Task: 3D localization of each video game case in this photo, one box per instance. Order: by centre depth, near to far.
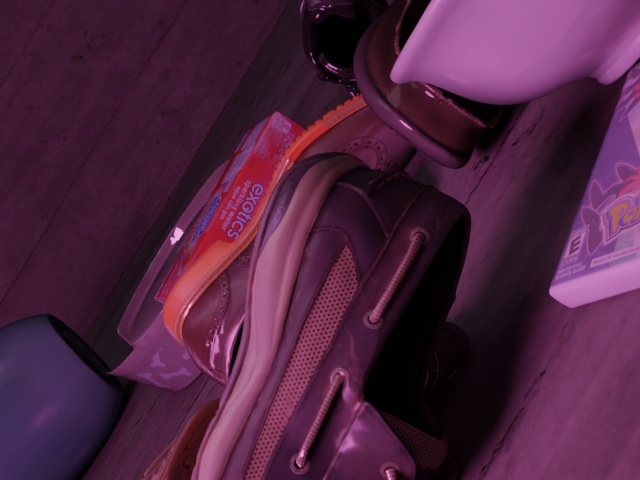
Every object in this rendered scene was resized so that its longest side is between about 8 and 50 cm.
[{"bbox_3d":[0.220,-0.061,0.618,0.201,0.023,0.183,-31,30,62],"label":"video game case"}]

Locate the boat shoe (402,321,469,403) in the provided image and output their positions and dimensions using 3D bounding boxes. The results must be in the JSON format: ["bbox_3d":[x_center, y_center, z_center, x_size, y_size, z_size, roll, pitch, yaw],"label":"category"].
[{"bbox_3d":[0.042,0.116,0.827,0.065,0.075,0.206,-16,-19,-33],"label":"boat shoe"}]

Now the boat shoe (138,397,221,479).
[{"bbox_3d":[-0.152,0.280,1.045,0.285,0.104,0.089,-53,7,-20],"label":"boat shoe"}]

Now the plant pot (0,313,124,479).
[{"bbox_3d":[-0.465,0.263,1.794,0.235,0.293,0.293,-43,13,-4],"label":"plant pot"}]

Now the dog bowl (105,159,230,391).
[{"bbox_3d":[-0.173,0.057,1.559,0.349,0.102,0.349,-52,15,21],"label":"dog bowl"}]

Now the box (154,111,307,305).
[{"bbox_3d":[-0.081,-0.011,1.337,0.257,0.122,0.128,-62,14,-15],"label":"box"}]

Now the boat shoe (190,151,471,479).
[{"bbox_3d":[0.011,0.124,0.678,0.132,0.130,0.356,8,-88,-61],"label":"boat shoe"}]

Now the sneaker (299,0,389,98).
[{"bbox_3d":[0.041,-0.197,1.150,0.097,0.276,0.135,-8,57,14],"label":"sneaker"}]

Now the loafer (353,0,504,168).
[{"bbox_3d":[0.129,-0.208,1.008,0.130,0.133,0.366,-46,18,38],"label":"loafer"}]

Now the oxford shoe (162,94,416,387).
[{"bbox_3d":[0.000,0.000,1.128,0.364,0.130,0.133,-50,48,6],"label":"oxford shoe"}]

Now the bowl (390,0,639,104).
[{"bbox_3d":[0.181,-0.200,0.752,0.298,0.134,0.298,-56,-1,-1],"label":"bowl"}]
